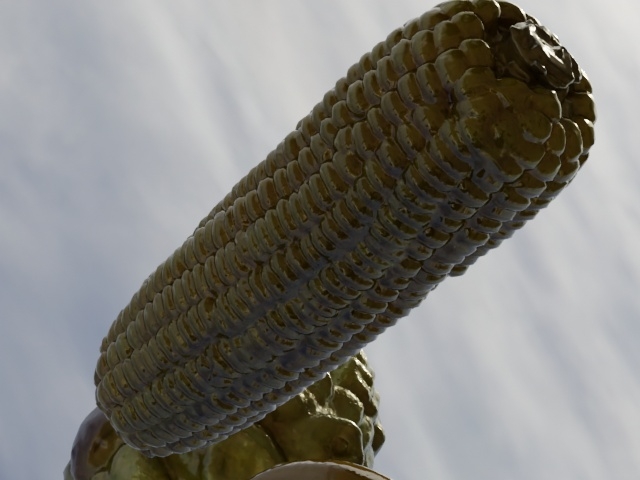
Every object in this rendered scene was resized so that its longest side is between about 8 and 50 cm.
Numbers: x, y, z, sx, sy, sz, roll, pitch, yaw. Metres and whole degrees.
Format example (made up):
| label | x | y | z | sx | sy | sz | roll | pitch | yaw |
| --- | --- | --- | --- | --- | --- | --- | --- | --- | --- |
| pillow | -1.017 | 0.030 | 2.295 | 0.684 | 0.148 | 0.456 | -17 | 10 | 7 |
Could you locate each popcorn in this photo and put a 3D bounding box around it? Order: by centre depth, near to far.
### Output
| label | x | y | z | sx | sy | sz | roll | pitch | yaw |
| --- | --- | --- | --- | --- | --- | --- | --- | --- | --- |
| popcorn | -0.054 | 0.136 | 1.103 | 0.169 | 0.189 | 0.218 | 30 | -155 | 10 |

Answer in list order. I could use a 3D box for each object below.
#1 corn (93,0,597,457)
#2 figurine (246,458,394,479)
| label | x | y | z | sx | sy | sz | roll | pitch | yaw |
| --- | --- | --- | --- | --- | --- | --- | --- | --- | --- |
| corn | 0.000 | 0.000 | 0.668 | 0.080 | 0.231 | 0.080 | 30 | -141 | -28 |
| figurine | -0.026 | 0.123 | 0.445 | 0.121 | 0.176 | 0.122 | 0 | -116 | -62 |
